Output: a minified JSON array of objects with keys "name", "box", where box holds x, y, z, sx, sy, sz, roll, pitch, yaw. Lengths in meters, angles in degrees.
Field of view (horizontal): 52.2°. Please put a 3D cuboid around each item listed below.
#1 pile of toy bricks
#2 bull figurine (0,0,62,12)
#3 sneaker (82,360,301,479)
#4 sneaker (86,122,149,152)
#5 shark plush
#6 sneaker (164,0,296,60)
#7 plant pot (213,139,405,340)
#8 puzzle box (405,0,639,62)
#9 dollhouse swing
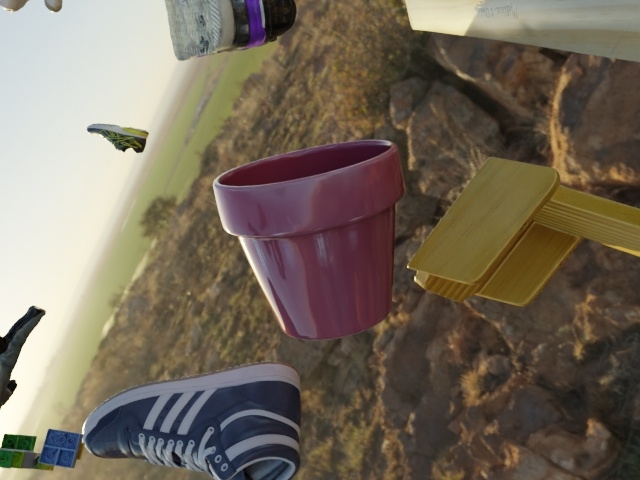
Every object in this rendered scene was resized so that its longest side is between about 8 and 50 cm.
[{"name":"pile of toy bricks","box":[-0.315,0.214,0.646,0.105,0.212,0.118,92,-174,-70]},{"name":"bull figurine","box":[-0.322,-0.394,0.791,0.188,0.101,0.310,-8,68,55]},{"name":"sneaker","box":[-0.154,0.246,0.770,0.153,0.282,0.099,-102,-6,-47]},{"name":"sneaker","box":[-0.272,-0.136,0.871,0.031,0.083,0.035,-58,-23,-80]},{"name":"shark plush","box":[-0.277,0.124,0.531,0.067,0.073,0.161,35,-108,-75]},{"name":"sneaker","box":[-0.121,-0.307,0.902,0.293,0.146,0.102,35,136,57]},{"name":"plant pot","box":[0.000,0.000,0.709,0.201,0.201,0.180,-133,30,-71]},{"name":"puzzle box","box":[0.250,-0.213,0.493,0.409,0.272,0.052,-116,8,-67]},{"name":"dollhouse swing","box":[0.401,0.049,1.117,0.305,0.347,0.315,41,100,30]}]
